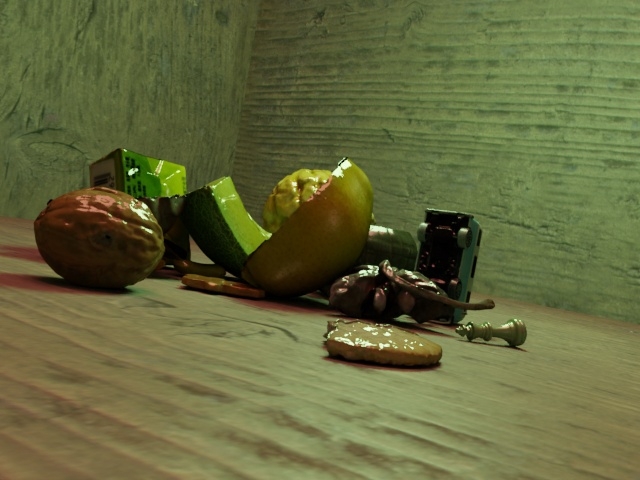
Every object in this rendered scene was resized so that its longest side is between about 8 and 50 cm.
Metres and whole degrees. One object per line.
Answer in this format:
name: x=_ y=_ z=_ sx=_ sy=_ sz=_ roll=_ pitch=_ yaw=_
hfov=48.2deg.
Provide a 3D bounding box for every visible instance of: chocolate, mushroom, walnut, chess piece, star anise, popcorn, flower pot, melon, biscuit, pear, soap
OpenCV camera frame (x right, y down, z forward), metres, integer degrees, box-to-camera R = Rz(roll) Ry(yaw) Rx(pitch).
chocolate: x=-0.492 y=-0.077 z=1.957 sx=0.137 sy=0.300 sz=0.289 roll=-6 pitch=-6 yaw=24
mushroom: x=-0.418 y=-0.064 z=1.785 sx=0.141 sy=0.117 sz=0.188 roll=7 pitch=11 yaw=13
walnut: x=-0.415 y=-0.005 z=1.356 sx=0.245 sy=0.198 sz=0.198 roll=13 pitch=0 yaw=-17
chess piece: x=0.348 y=0.188 z=1.477 sx=0.149 sy=0.059 sz=0.059 roll=4 pitch=2 yaw=-17
star anise: x=0.169 y=0.109 z=1.612 sx=0.359 sy=0.139 sz=0.316 roll=1 pitch=11 yaw=-37
popcorn: x=-0.017 y=-0.053 z=2.242 sx=0.390 sy=0.344 sz=0.354 roll=36 pitch=15 yaw=-33
flower pot: x=0.109 y=0.060 z=1.977 sx=0.302 sy=0.213 sz=0.302 roll=9 pitch=0 yaw=0
melon: x=-0.224 y=-0.011 z=1.944 sx=0.226 sy=0.343 sz=0.331 roll=-32 pitch=8 yaw=-26
biscuit: x=-0.220 y=0.104 z=1.600 sx=0.184 sy=0.027 sz=0.133 roll=11 pitch=0 yaw=-16
pear: x=0.000 y=0.000 z=1.718 sx=0.191 sy=0.386 sz=0.340 roll=44 pitch=-18 yaw=0
soap: x=-0.314 y=0.075 z=1.858 sx=0.140 sy=0.045 sz=0.089 roll=11 pitch=-2 yaw=-17
biscuit: x=0.088 y=0.156 z=1.104 sx=0.188 sy=0.040 sz=0.265 roll=13 pitch=2 yaw=33

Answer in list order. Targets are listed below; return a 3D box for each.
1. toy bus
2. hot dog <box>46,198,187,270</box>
toy bus: x=0.314 y=0.072 z=1.777 sx=0.133 sy=0.271 sz=0.165 roll=9 pitch=-6 yaw=31
hot dog: x=-0.500 y=0.012 z=1.696 sx=0.326 sy=0.107 sz=0.194 roll=15 pitch=-15 yaw=19
